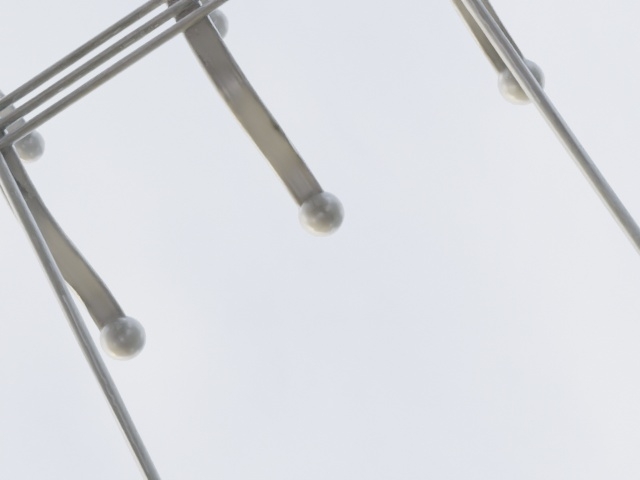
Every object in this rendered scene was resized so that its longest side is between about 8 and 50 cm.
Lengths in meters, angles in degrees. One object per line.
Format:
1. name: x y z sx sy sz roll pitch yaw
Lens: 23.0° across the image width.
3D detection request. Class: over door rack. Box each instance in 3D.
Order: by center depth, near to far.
1. over door rack: 0.000 0.000 0.659 0.239 0.108 0.324 -33 -126 6
